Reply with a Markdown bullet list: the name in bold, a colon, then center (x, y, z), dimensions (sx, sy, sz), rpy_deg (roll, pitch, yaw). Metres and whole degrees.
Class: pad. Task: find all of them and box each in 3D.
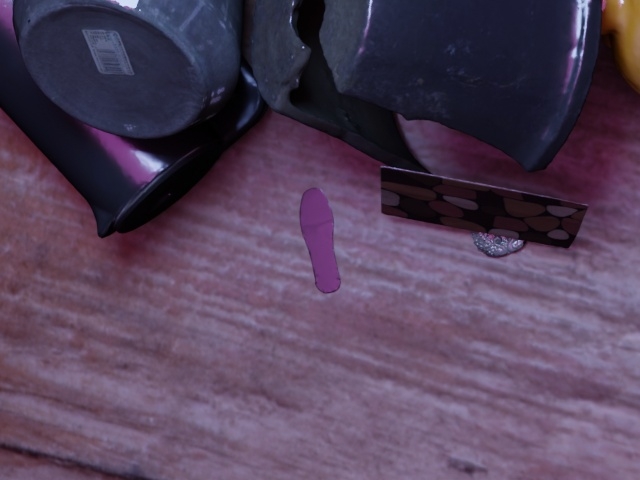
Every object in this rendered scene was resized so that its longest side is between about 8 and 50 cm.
- **pad**: center (0.184, -0.036, 1.468), dimensions (0.235, 0.158, 0.003), rpy_deg (11, 72, 7)

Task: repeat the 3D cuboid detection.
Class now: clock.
- **clock**: center (0.216, -0.023, 1.547), dimensions (0.074, 0.010, 0.083), rpy_deg (-20, 87, 15)

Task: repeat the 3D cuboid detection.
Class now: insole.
- **insole**: center (0.000, 0.000, 1.609), dimensions (0.045, 0.002, 0.135), rpy_deg (-11, 90, 16)

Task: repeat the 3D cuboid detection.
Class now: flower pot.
- **flower pot**: center (0.083, -0.237, 1.364), dimensions (0.379, 0.251, 0.379), rpy_deg (-7, 82, 56)

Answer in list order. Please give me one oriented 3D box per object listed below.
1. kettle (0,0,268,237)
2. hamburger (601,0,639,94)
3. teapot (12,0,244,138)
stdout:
- **kettle**: center (-0.260, -0.192, 1.594), dimensions (0.308, 0.262, 0.203), rpy_deg (49, 143, 4)
- **hamburger**: center (0.413, -0.260, 1.361), dimensions (0.237, 0.276, 0.276), rpy_deg (9, 95, 23)
- **teapot**: center (-0.193, -0.319, 1.419), dimensions (0.253, 0.344, 0.300), rpy_deg (-12, 134, 33)
